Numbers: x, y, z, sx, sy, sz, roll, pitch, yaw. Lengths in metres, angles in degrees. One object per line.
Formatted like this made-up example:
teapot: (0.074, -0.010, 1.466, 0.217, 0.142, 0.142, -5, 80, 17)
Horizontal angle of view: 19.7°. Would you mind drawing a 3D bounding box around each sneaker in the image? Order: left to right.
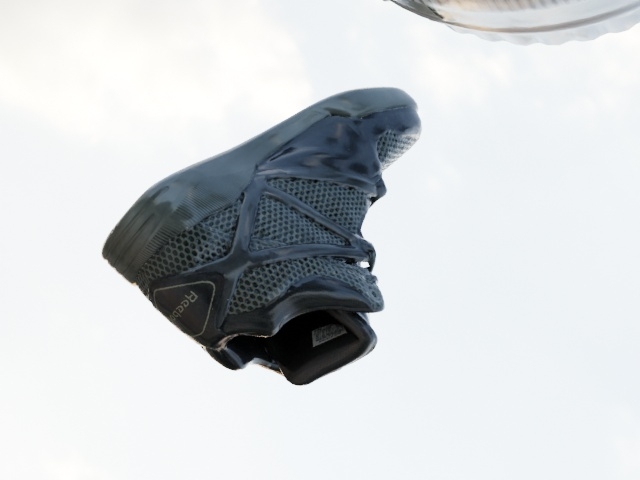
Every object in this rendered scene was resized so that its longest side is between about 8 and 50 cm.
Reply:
sneaker: (0.000, 0.000, 0.975, 0.130, 0.227, 0.087, 50, -49, 6)

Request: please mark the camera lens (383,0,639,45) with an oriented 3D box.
camera lens: (0.054, -0.205, 0.621, 0.219, 0.219, 0.274, 40, 1, 25)
